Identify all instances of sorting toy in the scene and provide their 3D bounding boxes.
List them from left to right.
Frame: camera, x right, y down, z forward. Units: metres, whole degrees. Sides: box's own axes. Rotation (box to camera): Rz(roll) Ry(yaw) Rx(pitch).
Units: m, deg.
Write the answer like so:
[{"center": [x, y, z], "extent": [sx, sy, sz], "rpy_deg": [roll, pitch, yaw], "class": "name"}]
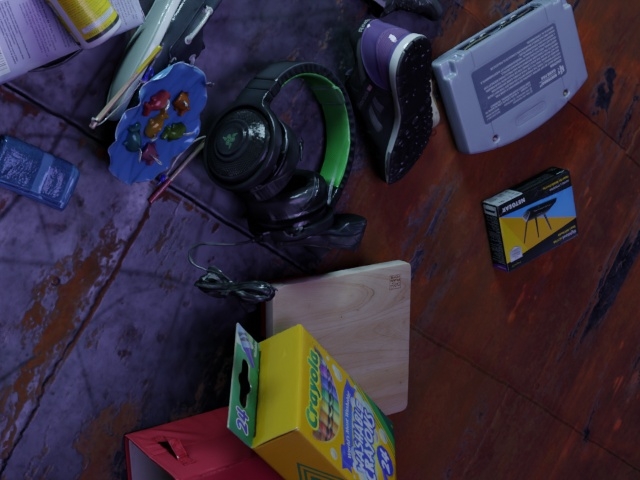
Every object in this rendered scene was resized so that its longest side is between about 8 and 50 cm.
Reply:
[{"center": [0.013, 0.166, 1.749], "extent": [0.257, 0.089, 0.255], "rpy_deg": [-9, 108, -32], "class": "sorting toy"}]

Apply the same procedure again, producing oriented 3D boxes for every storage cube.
[{"center": [-0.161, 0.378, 1.630], "extent": [0.193, 0.184, 0.215], "rpy_deg": [-11, 108, -32], "class": "storage cube"}]

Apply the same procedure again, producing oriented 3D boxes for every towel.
[{"center": [-0.381, -0.090, 1.455], "extent": [0.119, 0.029, 0.067], "rpy_deg": [26, 87, -35], "class": "towel"}]

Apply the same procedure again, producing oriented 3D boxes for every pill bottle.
[{"center": [-0.302, -0.300, 1.350], "extent": [0.065, 0.065, 0.116], "rpy_deg": [-44, 124, -17], "class": "pill bottle"}]

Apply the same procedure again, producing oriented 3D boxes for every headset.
[{"center": [-0.052, -0.080, 1.566], "extent": [0.394, 0.185, 0.243], "rpy_deg": [-58, 138, -24], "class": "headset"}]

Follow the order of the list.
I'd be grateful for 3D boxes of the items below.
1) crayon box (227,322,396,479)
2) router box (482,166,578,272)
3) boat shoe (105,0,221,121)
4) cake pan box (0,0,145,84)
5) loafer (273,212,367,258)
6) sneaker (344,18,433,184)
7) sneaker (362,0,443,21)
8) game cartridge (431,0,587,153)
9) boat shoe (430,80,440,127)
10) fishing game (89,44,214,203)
[{"center": [-0.002, 0.269, 1.586], "extent": [0.083, 0.203, 0.323], "rpy_deg": [-27, 125, 22], "class": "crayon box"}, {"center": [0.379, -0.039, 1.966], "extent": [0.179, 0.046, 0.133], "rpy_deg": [-26, 116, -26], "class": "router box"}, {"center": [-0.192, -0.284, 1.479], "extent": [0.091, 0.114, 0.302], "rpy_deg": [27, 87, -30], "class": "boat shoe"}, {"center": [-0.373, -0.343, 1.371], "extent": [0.246, 0.070, 0.267], "rpy_deg": [-30, 117, -22], "class": "cake pan box"}, {"center": [0.000, 0.000, 1.716], "extent": [0.170, 0.062, 0.061], "rpy_deg": [-7, 111, -31], "class": "loafer"}, {"center": [0.100, -0.221, 1.709], "extent": [0.107, 0.124, 0.283], "rpy_deg": [-38, 146, -33], "class": "sneaker"}, {"center": [0.111, -0.374, 1.699], "extent": [0.170, 0.051, 0.089], "rpy_deg": [39, 80, -30], "class": "sneaker"}, {"center": [0.328, -0.277, 1.867], "extent": [0.294, 0.060, 0.196], "rpy_deg": [-32, 115, -23], "class": "game cartridge"}, {"center": [0.149, -0.238, 1.754], "extent": [0.049, 0.056, 0.152], "rpy_deg": [-40, 121, -25], "class": "boat shoe"}, {"center": [-0.207, -0.150, 1.468], "extent": [0.189, 0.041, 0.264], "rpy_deg": [-50, 159, -14], "class": "fishing game"}]
